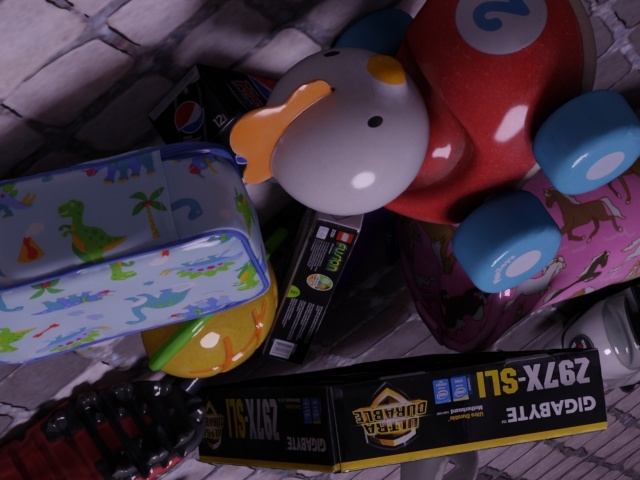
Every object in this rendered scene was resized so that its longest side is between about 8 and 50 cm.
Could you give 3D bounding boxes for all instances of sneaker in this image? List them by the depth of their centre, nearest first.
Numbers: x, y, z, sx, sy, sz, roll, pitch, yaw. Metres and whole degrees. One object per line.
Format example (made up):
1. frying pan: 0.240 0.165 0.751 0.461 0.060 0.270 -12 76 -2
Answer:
1. sneaker: -0.226 0.211 1.721 0.276 0.097 0.135 -27 157 -13
2. sneaker: 0.361 0.115 2.347 0.146 0.122 0.330 -25 165 27

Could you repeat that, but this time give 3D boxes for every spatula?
1. spatula: -0.047 0.069 1.765 0.296 0.030 0.084 -39 165 13

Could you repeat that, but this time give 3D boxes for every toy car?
1. toy car: 0.050 -0.091 1.331 0.238 0.219 0.210 -8 146 -41

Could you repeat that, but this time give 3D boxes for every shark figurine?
1. shark figurine: 0.104 0.257 2.235 0.116 0.278 0.166 25 162 -22

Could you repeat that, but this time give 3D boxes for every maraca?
1. maraca: -0.082 0.047 1.593 0.127 0.099 0.185 -41 -177 28

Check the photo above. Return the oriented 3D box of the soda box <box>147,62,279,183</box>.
1. soda box: -0.045 -0.081 1.429 0.060 0.053 0.169 -44 156 22

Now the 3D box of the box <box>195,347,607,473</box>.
1. box: 0.060 0.148 1.755 0.257 0.079 0.322 -5 178 -25

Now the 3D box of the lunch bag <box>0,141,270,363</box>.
1. lunch bag: -0.150 0.012 1.358 0.219 0.090 0.176 -14 159 3

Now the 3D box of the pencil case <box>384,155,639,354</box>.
1. pencil case: 0.246 -0.017 1.834 0.386 0.160 0.167 -18 -173 -36

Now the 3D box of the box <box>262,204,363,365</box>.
1. box: 0.000 0.000 1.589 0.036 0.114 0.207 16 145 -5
